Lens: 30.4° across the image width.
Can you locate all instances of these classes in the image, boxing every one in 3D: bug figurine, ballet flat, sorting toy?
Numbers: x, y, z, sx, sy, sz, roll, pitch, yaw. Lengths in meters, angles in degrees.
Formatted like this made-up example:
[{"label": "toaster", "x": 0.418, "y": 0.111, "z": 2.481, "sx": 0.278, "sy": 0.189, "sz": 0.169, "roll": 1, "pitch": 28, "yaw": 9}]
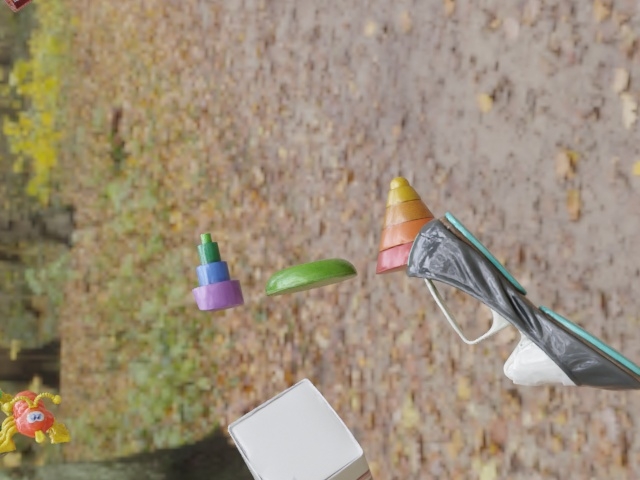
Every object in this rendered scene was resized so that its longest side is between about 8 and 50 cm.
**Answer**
[{"label": "bug figurine", "x": -0.440, "y": 0.201, "z": 1.359, "sx": 0.216, "sy": 0.279, "sz": 0.072, "roll": 25, "pitch": 118, "yaw": 59}, {"label": "ballet flat", "x": 0.205, "y": 0.087, "z": 1.238, "sx": 0.096, "sy": 0.280, "sz": 0.095, "roll": -51, "pitch": -16, "yaw": 6}, {"label": "sorting toy", "x": 0.000, "y": 0.000, "z": 1.595, "sx": 0.127, "sy": 0.365, "sz": 0.126, "roll": 124, "pitch": 133, "yaw": -82}]

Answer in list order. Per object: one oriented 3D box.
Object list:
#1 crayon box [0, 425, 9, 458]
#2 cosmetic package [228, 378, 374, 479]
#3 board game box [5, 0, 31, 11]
[{"label": "crayon box", "x": -0.561, "y": 0.310, "z": 1.533, "sx": 0.165, "sy": 0.278, "sz": 0.081, "roll": -37, "pitch": 79, "yaw": 26}, {"label": "cosmetic package", "x": -0.002, "y": 0.340, "z": 1.595, "sx": 0.153, "sy": 0.129, "sz": 0.296, "roll": 50, "pitch": 167, "yaw": 37}, {"label": "board game box", "x": -0.111, "y": -0.230, "z": 0.769, "sx": 0.145, "sy": 0.027, "sz": 0.281, "roll": -48, "pitch": 21, "yaw": -25}]
